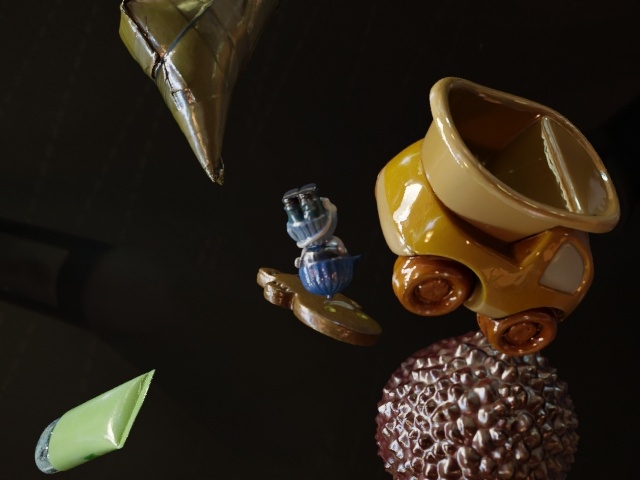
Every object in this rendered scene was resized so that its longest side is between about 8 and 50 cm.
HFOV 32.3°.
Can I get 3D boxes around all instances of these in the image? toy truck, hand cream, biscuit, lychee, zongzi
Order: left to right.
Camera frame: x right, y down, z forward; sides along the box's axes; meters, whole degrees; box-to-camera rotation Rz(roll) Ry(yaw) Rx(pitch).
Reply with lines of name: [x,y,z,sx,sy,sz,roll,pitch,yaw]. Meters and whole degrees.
hand cream: [-0.238,0.198,1.157,0.046,0.175,0.095,43,43,-24]
zongzi: [-0.112,-0.253,1.532,0.260,0.123,0.289,-30,76,-17]
biscuit: [0.002,0.098,1.690,0.236,0.180,0.039,36,107,49]
lychee: [0.232,0.283,1.633,0.306,0.330,0.305,0,108,-1]
toy truck: [0.184,-0.026,1.196,0.288,0.211,0.204,22,39,-26]

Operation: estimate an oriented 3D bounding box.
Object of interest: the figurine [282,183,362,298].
figurine: [-0.001,0.003,1.354,0.077,0.079,0.136,-17,118,14]
